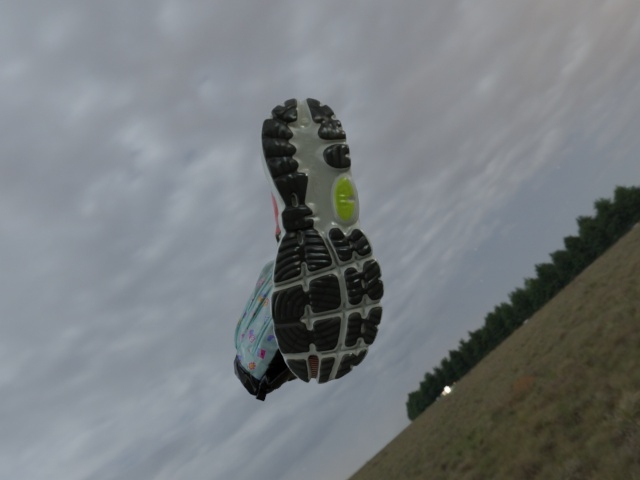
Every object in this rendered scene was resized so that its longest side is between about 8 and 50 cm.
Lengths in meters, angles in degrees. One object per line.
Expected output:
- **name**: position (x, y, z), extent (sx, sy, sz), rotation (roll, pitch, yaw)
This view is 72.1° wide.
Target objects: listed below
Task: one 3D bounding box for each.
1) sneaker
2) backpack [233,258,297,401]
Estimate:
- **sneaker**: position (0.000, 0.000, 0.456), extent (0.107, 0.280, 0.118), rotation (-4, -3, -3)
- **backpack**: position (-0.047, 0.117, 0.636), extent (0.152, 0.115, 0.182), rotation (-13, -50, -63)
